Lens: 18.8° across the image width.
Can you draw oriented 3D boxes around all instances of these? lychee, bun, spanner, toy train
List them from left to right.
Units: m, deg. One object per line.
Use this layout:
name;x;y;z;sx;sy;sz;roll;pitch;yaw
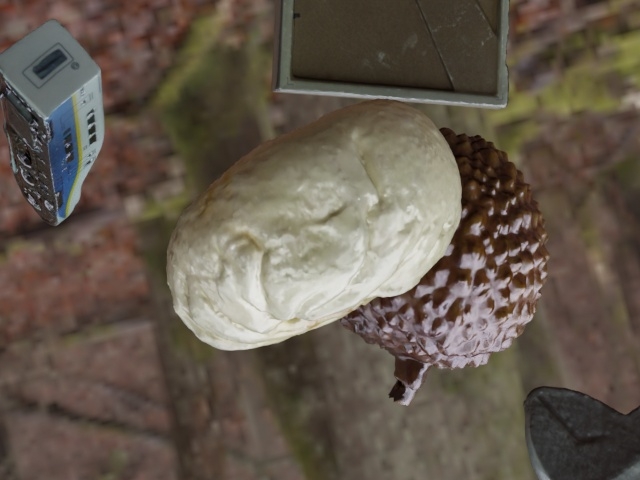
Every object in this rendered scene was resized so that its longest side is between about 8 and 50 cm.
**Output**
toy train;-0.168;-0.066;1.221;0.051;0.052;0.234;-39;170;-15
bun;0.000;0.000;1.149;0.188;0.111;0.164;-28;166;-15
lychee;0.099;0.024;1.627;0.200;0.238;0.200;10;-171;-1
spanner;0.245;0.152;0.937;0.093;0.325;0.026;-57;168;-23

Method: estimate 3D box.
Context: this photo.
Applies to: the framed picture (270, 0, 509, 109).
framed picture;0.074;-0.299;1.829;0.247;0.335;0.022;2;179;-25
